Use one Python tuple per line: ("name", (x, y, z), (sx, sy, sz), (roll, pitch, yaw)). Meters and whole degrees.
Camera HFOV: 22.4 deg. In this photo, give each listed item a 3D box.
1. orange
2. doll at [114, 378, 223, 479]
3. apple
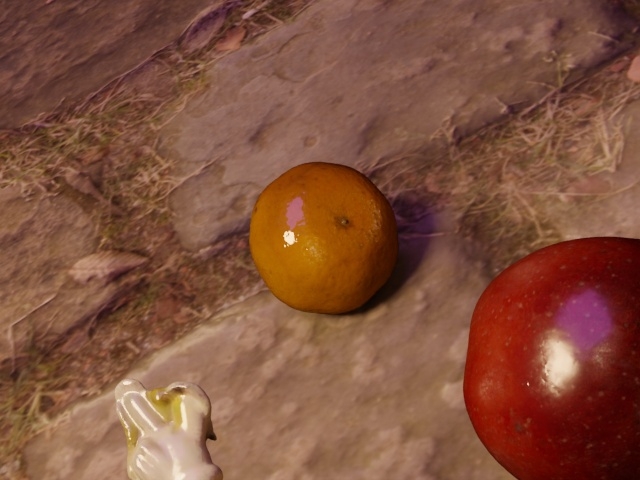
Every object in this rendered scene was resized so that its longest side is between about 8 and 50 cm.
("orange", (0.000, 0.000, 1.646), (0.159, 0.159, 0.136), (-49, 4, -29))
("doll", (-0.078, 0.306, 1.195), (0.348, 0.161, 0.423), (32, 95, 15))
("apple", (0.221, 0.103, 1.263), (0.201, 0.218, 0.218), (-5, 39, 46))
